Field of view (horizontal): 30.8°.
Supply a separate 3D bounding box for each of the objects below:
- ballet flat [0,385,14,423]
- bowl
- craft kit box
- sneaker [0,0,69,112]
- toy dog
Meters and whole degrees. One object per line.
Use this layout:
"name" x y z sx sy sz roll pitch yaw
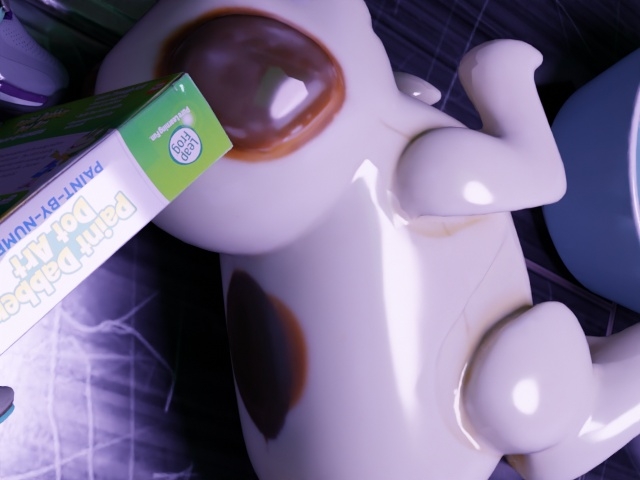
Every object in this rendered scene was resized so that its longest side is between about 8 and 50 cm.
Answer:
"ballet flat" -0.279 0.132 0.690 0.213 0.072 0.068 -39 107 -34
"bowl" 0.335 -0.054 1.149 0.311 0.163 0.311 3 85 -40
"craft kit box" -0.207 0.009 0.641 0.246 0.250 0.061 -48 117 -29
"sneaker" -0.235 -0.161 0.711 0.223 0.083 0.098 28 111 -36
"toy dog" 0.000 0.000 0.833 0.395 0.284 0.408 -36 110 -16
